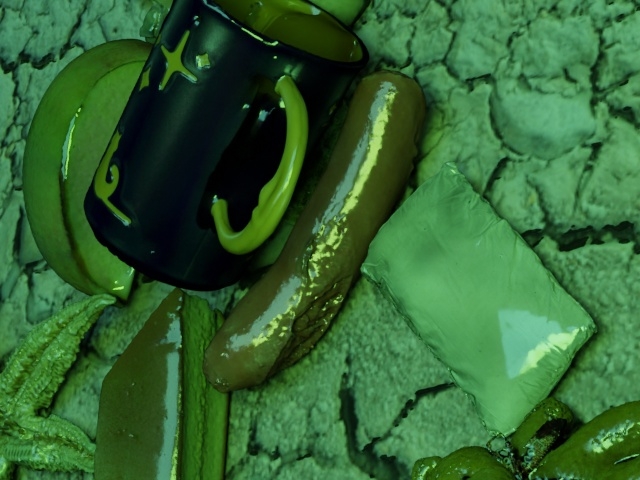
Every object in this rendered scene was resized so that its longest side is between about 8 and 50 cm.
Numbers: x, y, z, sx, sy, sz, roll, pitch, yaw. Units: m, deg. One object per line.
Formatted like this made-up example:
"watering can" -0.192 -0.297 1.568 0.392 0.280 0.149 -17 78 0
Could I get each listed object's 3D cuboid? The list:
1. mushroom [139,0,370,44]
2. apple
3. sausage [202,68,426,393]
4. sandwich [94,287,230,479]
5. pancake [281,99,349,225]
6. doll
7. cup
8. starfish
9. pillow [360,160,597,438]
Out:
"mushroom" -0.105 -0.300 1.653 0.344 0.130 0.247 35 93 42
"apple" -0.242 -0.081 1.675 0.193 0.120 0.265 15 92 56
"sausage" 0.002 0.000 1.481 0.087 0.079 0.326 30 94 4
"sandwich" -0.138 0.178 1.514 0.096 0.094 0.258 -9 69 35
"pancake" -0.017 -0.078 1.566 0.116 0.022 0.129 8 78 42
"doll" 0.168 0.184 1.269 0.209 0.097 0.137 -30 60 20
"cup" -0.098 -0.083 1.463 0.178 0.255 0.256 28 110 -1
"starfish" -0.322 0.195 1.667 0.358 0.078 0.347 20 85 34
"pillow" 0.125 0.045 1.385 0.128 0.051 0.229 -49 52 16
